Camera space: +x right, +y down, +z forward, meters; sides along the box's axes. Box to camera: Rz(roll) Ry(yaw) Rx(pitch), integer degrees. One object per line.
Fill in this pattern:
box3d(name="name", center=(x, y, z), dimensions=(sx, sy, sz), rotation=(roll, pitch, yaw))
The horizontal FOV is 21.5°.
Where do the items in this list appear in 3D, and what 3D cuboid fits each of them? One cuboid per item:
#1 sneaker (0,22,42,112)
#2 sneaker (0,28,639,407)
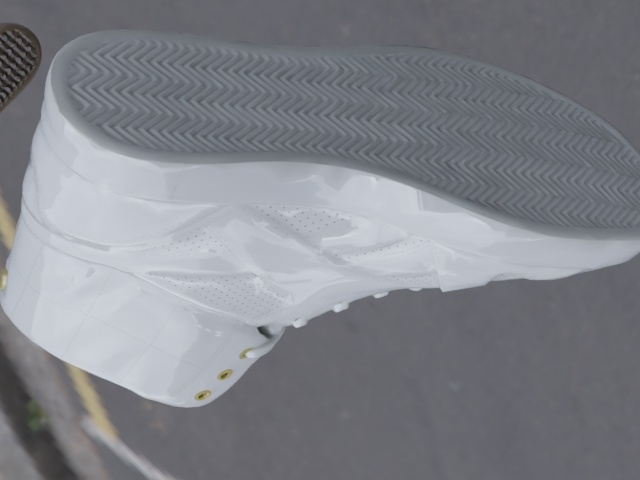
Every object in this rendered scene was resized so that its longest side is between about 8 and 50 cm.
box3d(name="sneaker", center=(-0.285, -0.091, 1.271), dimensions=(0.066, 0.188, 0.071), rotation=(51, 173, -18))
box3d(name="sneaker", center=(0.000, 0.000, 0.779), dimensions=(0.292, 0.108, 0.169), rotation=(8, 137, -20))
